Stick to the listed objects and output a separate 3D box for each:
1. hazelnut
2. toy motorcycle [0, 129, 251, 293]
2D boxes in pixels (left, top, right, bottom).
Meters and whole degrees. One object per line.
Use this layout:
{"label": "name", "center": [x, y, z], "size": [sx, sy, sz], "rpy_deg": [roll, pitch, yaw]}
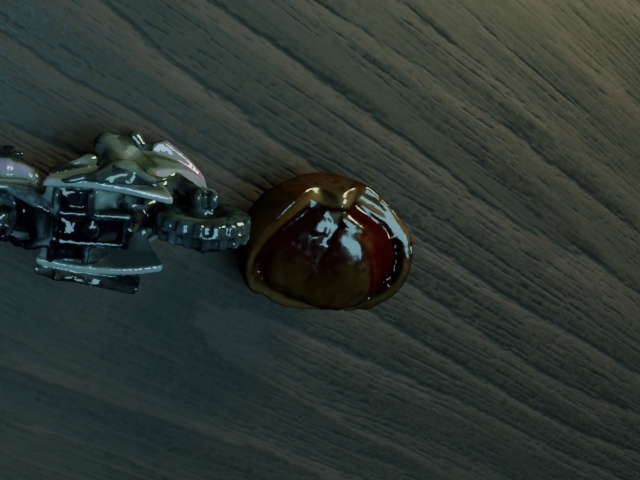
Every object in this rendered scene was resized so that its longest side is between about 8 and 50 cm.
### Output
{"label": "hazelnut", "center": [-0.001, 0.007, 1.185], "size": [0.202, 0.160, 0.170], "rpy_deg": [-11, 112, -34]}
{"label": "toy motorcycle", "center": [-0.240, -0.041, 1.038], "size": [0.327, 0.188, 0.143], "rpy_deg": [3, 115, -17]}
